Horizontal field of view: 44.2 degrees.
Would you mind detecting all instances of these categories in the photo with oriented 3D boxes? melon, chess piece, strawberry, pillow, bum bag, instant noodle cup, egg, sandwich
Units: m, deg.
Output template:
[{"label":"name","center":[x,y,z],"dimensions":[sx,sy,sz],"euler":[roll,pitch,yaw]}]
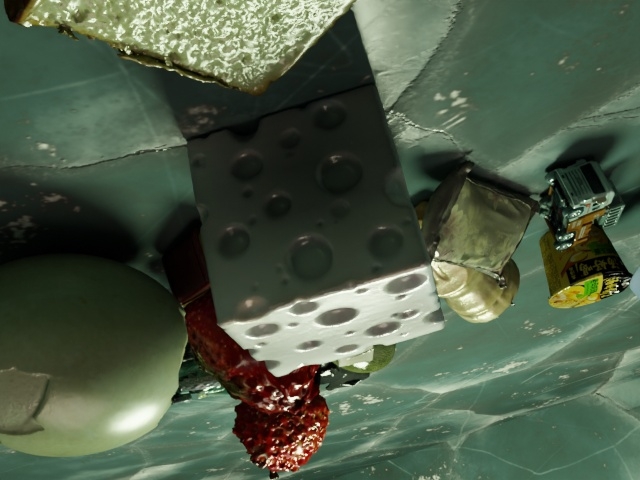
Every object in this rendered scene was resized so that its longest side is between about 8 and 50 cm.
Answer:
[{"label":"melon","center":[0.084,0.210,1.594],"dimensions":[0.167,0.114,0.114],"euler":[6,149,-34]},{"label":"chess piece","center":[0.198,0.030,1.296],"dimensions":[0.137,0.137,0.300],"euler":[-30,139,32]},{"label":"strawberry","center":[-0.092,0.151,1.287],"dimensions":[0.220,0.274,0.274],"euler":[-47,160,-16]},{"label":"pillow","center":[0.232,-0.020,1.192],"dimensions":[0.059,0.169,0.255],"euler":[21,-176,43]},{"label":"bum bag","center":[0.009,0.295,1.793],"dimensions":[0.123,0.060,0.248],"euler":[-23,151,28]},{"label":"instant noodle cup","center":[0.468,0.041,1.420],"dimensions":[0.151,0.122,0.151],"euler":[-9,153,-5]},{"label":"egg","center":[-0.359,0.154,1.074],"dimensions":[0.336,0.278,0.278],"euler":[8,148,-28]},{"label":"sandwich","center":[-0.095,-0.228,0.629],"dimensions":[0.251,0.087,0.226],"euler":[6,150,-40]},{"label":"strawberry","center":[-0.075,0.401,1.793],"dimensions":[0.233,0.234,0.178],"euler":[3,142,-31]}]

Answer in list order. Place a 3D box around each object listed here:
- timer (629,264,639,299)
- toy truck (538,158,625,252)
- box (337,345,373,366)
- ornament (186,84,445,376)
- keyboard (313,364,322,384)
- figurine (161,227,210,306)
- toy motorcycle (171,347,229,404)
[{"label":"timer","center":[0.684,0.003,1.313],"dimensions":[0.394,0.173,0.395],"euler":[-26,153,-14]},{"label":"toy truck","center":[0.412,-0.060,1.232],"dimensions":[0.115,0.080,0.178],"euler":[-20,156,2]},{"label":"box","center":[0.040,0.100,1.298],"dimensions":[0.067,0.155,0.243],"euler":[-11,156,-1]},{"label":"ornament","center":[0.000,0.000,0.967],"dimensions":[0.239,0.239,0.240],"euler":[-16,155,6]},{"label":"keyboard","center":[-0.046,0.224,1.465],"dimensions":[0.106,0.262,0.016],"euler":[-15,110,7]},{"label":"figurine","center":[-0.153,0.032,1.144],"dimensions":[0.098,0.082,0.154],"euler":[-7,164,-39]},{"label":"toy motorcycle","center":[-0.196,0.250,1.518],"dimensions":[0.198,0.109,0.296],"euler":[-6,176,-20]}]
